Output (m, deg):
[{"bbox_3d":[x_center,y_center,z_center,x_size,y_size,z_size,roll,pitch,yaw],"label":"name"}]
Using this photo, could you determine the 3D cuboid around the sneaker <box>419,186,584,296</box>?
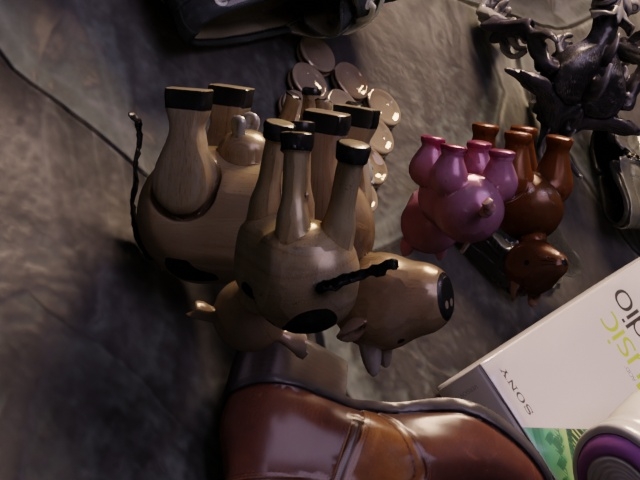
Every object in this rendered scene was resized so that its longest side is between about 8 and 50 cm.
[{"bbox_3d":[0.153,-0.017,1.494,0.170,0.051,0.089,50,39,-11],"label":"sneaker"}]

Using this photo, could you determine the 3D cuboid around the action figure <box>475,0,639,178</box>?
[{"bbox_3d":[0.241,-0.195,1.630,0.164,0.141,0.275,23,85,-22],"label":"action figure"}]

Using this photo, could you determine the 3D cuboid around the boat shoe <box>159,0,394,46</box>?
[{"bbox_3d":[-0.006,-0.204,1.436,0.302,0.114,0.091,-10,68,-35],"label":"boat shoe"}]

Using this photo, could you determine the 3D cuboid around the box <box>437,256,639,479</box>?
[{"bbox_3d":[0.257,0.154,1.457,0.322,0.058,0.232,-27,82,-48],"label":"box"}]

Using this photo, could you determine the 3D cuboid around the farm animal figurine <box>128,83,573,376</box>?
[{"bbox_3d":[0.000,0.000,1.161,0.330,0.327,0.172,-4,105,-53],"label":"farm animal figurine"}]

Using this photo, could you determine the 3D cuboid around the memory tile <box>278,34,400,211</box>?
[{"bbox_3d":[0.013,-0.094,1.441,0.113,0.012,0.148,36,41,-19],"label":"memory tile"}]

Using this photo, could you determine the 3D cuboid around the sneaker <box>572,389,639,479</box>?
[{"bbox_3d":[0.324,0.236,1.332,0.305,0.114,0.152,55,41,-1],"label":"sneaker"}]

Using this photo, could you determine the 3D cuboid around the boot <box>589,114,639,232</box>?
[{"bbox_3d":[0.330,-0.002,1.643,0.161,0.083,0.246,13,47,-29],"label":"boot"}]

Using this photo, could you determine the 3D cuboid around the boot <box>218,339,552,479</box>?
[{"bbox_3d":[0.038,0.221,1.168,0.264,0.096,0.280,30,45,-25],"label":"boot"}]
